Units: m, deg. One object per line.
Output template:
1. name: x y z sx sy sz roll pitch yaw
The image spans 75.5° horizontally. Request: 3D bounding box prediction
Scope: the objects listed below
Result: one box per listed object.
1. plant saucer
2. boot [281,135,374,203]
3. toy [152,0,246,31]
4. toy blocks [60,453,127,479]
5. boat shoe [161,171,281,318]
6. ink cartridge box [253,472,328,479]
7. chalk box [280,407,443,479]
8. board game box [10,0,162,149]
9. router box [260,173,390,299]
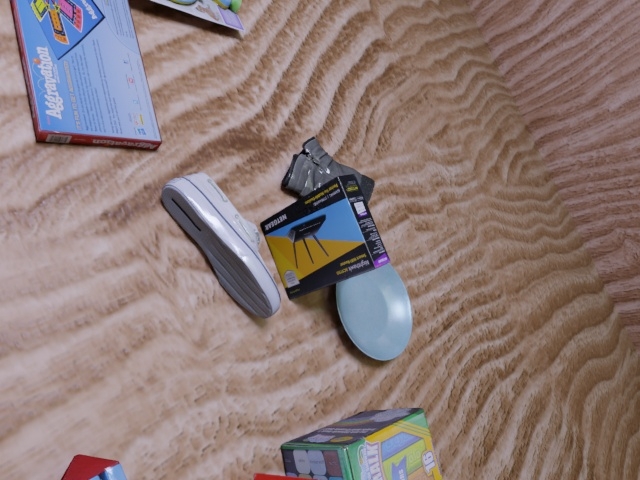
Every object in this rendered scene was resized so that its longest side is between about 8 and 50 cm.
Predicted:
1. plant saucer: 0.089 0.117 0.739 0.195 0.037 0.194 20 58 -35
2. boot: -0.003 -0.062 0.724 0.161 0.083 0.246 30 50 -17
3. toy: -0.227 -0.438 0.673 0.237 0.056 0.136 -5 66 -51
4. toy blocks: -0.260 0.284 0.259 0.381 0.191 0.260 -14 70 -45
5. boat shoe: -0.117 -0.001 0.568 0.226 0.083 0.076 55 45 -8
6. ink cartridge box: -0.058 0.340 0.419 0.045 0.145 0.179 27 54 -33
7. chalk box: 0.042 0.315 0.536 0.213 0.132 0.132 -1 72 -42
8. board game box: -0.312 -0.256 0.545 0.145 0.027 0.281 -6 75 -46
9. router box: 0.000 0.000 0.608 0.046 0.179 0.133 -18 84 -48
